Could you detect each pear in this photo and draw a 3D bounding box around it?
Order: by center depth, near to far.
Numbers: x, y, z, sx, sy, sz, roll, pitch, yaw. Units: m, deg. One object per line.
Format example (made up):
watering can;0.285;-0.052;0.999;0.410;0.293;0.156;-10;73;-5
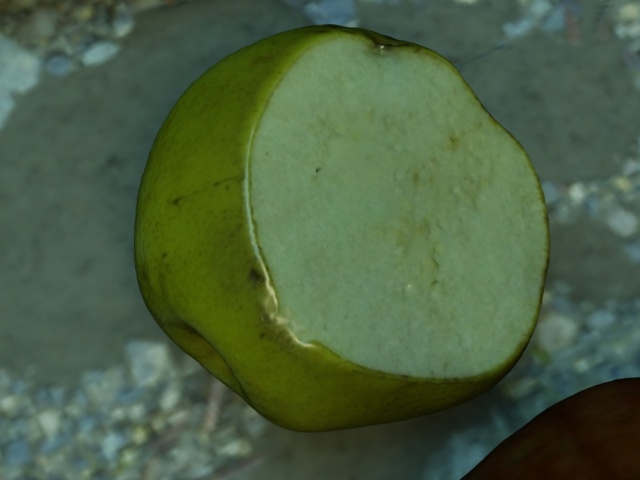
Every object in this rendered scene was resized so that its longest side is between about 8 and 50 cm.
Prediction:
pear;0.000;0.000;0.664;0.141;0.104;0.141;7;75;-28

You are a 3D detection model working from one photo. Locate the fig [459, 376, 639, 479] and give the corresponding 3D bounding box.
fig;0.112;0.123;0.545;0.205;0.205;0.205;-2;63;4
